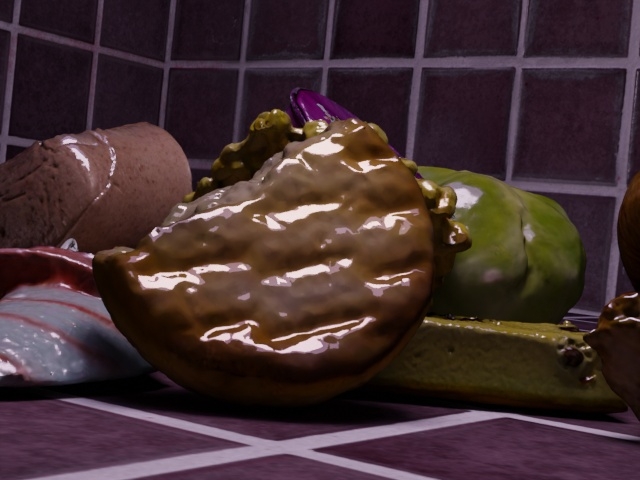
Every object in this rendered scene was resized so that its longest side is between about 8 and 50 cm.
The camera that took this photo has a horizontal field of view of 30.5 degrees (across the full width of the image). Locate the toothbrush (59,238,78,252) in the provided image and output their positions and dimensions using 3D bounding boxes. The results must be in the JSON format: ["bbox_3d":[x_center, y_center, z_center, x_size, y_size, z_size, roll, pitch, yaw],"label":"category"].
[{"bbox_3d":[-0.280,0.050,1.144,0.022,0.017,0.204,-5,27,18],"label":"toothbrush"}]

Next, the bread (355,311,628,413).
[{"bbox_3d":[0.085,0.100,1.062,0.361,0.077,0.138,6,0,-4],"label":"bread"}]

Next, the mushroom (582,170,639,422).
[{"bbox_3d":[0.414,0.077,1.049,0.330,0.356,0.334,16,-26,14],"label":"mushroom"}]

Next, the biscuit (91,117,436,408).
[{"bbox_3d":[-0.029,0.029,0.926,0.274,0.213,0.091,-24,-19,-29],"label":"biscuit"}]

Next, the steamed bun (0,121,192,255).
[{"bbox_3d":[-0.312,-0.004,1.487,0.301,0.199,0.251,-35,-9,32],"label":"steamed bun"}]

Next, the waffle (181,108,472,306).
[{"bbox_3d":[0.000,0.001,1.110,0.291,0.291,0.051,6,39,4],"label":"waffle"}]

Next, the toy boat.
[{"bbox_3d":[-0.224,0.074,0.910,0.206,0.096,0.282,21,9,5],"label":"toy boat"}]

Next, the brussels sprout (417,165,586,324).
[{"bbox_3d":[0.168,0.018,1.471,0.316,0.243,0.273,23,31,40],"label":"brussels sprout"}]

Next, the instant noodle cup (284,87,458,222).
[{"bbox_3d":[0.004,-0.014,1.279,0.251,0.190,0.251,39,17,-14],"label":"instant noodle cup"}]
